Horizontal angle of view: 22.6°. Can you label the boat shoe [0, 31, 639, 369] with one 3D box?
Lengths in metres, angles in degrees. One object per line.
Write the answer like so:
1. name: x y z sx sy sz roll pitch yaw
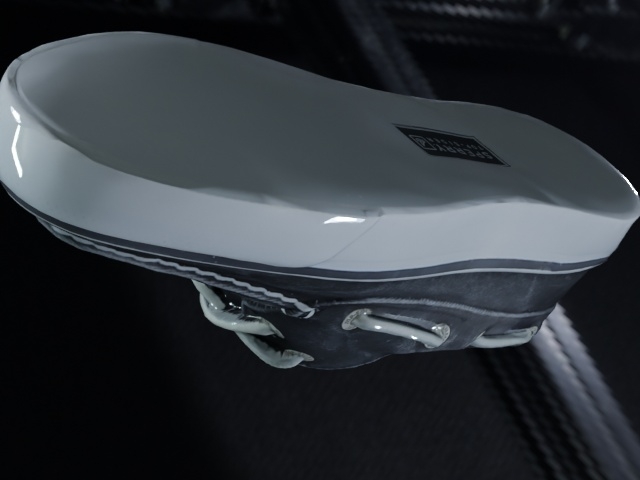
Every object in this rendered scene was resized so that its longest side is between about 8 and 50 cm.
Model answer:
1. boat shoe: 0.000 0.000 0.581 0.301 0.102 0.108 2 -145 -50
